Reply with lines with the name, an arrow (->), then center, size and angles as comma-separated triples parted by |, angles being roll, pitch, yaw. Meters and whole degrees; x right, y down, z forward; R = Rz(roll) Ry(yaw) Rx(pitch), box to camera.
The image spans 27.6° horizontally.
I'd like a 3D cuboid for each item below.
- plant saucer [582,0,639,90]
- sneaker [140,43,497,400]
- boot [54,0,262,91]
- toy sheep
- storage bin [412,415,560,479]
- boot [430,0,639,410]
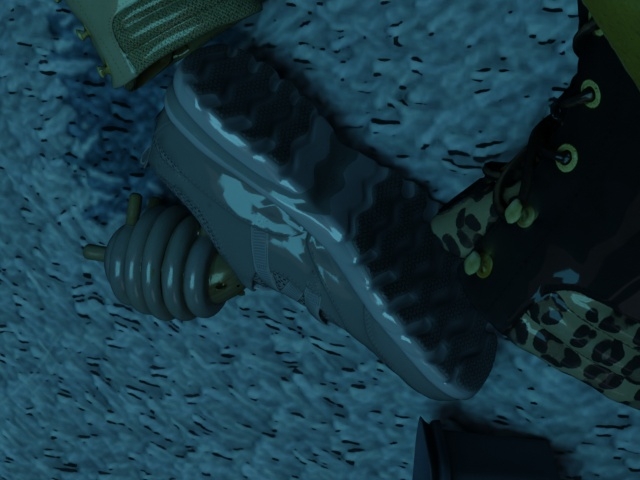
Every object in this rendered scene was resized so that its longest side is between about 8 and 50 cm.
plant saucer -> 0.331, -0.066, 0.546 | 0.332, 0.081, 0.333 | -31, 115, 16
sneaker -> 0.000, 0.000, 0.856 | 0.281, 0.105, 0.115 | 47, 135, 3
boot -> -0.179, -0.187, 0.861 | 0.262, 0.095, 0.203 | -20, 103, 27
toy sheep -> -0.107, 0.013, 0.921 | 0.132, 0.091, 0.091 | 8, 116, 23
storage bin -> 0.110, 0.190, 0.892 | 0.091, 0.098, 0.135 | 2, 116, -3
boot -> 0.152, -0.094, 0.706 | 0.377, 0.138, 0.284 | 36, 124, -1
